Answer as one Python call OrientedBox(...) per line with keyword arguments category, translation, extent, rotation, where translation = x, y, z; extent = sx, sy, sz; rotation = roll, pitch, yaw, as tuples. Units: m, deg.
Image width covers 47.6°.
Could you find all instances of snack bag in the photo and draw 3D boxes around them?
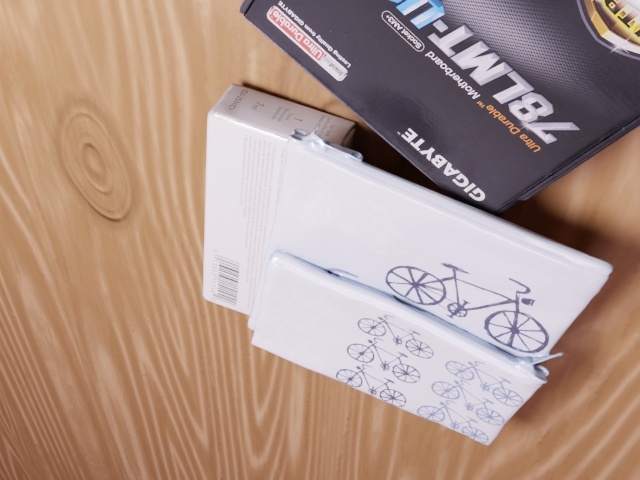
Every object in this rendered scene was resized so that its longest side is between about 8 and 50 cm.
OrientedBox(category="snack bag", translation=(0.087, 0.071, 0.747), extent=(0.323, 0.037, 0.342), rotation=(24, 139, 6))

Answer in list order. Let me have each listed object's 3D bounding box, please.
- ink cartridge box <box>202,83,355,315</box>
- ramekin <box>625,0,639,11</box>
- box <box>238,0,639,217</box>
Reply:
OrientedBox(category="ink cartridge box", translation=(0.000, 0.000, 0.803), extent=(0.261, 0.066, 0.296), rotation=(20, 138, 8))
OrientedBox(category="ramekin", translation=(0.236, -0.229, 0.340), extent=(0.273, 0.127, 0.272), rotation=(4, 114, 9))
OrientedBox(category="box", translation=(0.124, -0.185, 0.549), extent=(0.295, 0.073, 0.293), rotation=(41, 137, -8))
